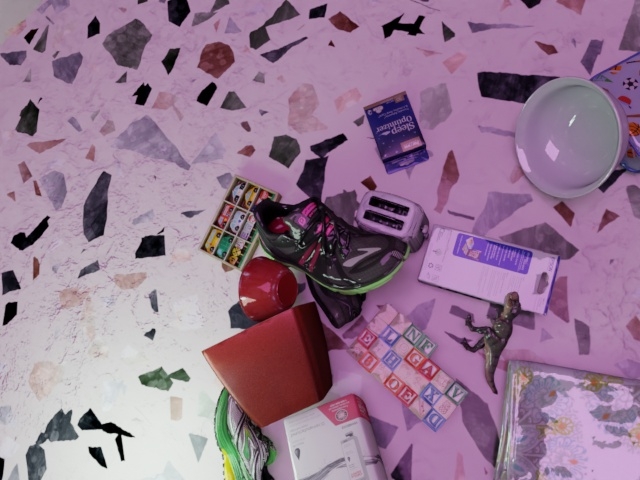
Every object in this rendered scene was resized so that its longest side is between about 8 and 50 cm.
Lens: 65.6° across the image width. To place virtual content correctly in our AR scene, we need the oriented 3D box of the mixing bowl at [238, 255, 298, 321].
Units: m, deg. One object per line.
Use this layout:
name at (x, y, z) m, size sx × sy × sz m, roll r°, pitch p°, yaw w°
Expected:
mixing bowl at (-0.126, 0.131, 1.345) m, size 0.098 × 0.181 × 0.182 m, roll -3°, pitch 75°, yaw 36°

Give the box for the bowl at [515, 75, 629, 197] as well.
bowl at (0.659, -0.265, 1.266) m, size 0.133 × 0.298 × 0.298 m, roll -13°, pitch 71°, yaw -26°

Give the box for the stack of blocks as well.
stack of blocks at (0.237, 0.324, 1.297) m, size 0.297 × 0.087 × 0.171 m, roll 40°, pitch 89°, yaw 19°

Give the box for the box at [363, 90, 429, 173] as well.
box at (0.226, -0.322, 1.481) m, size 0.136 × 0.036 × 0.226 m, roll -20°, pitch 74°, yaw 9°

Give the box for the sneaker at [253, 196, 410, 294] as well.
sneaker at (0.000, 0.000, 1.308) m, size 0.482 × 0.202 × 0.185 m, roll 12°, pitch 55°, yaw 33°

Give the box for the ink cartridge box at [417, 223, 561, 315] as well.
ink cartridge box at (0.441, 0.077, 1.318) m, size 0.332 × 0.065 × 0.166 m, roll 17°, pitch 82°, yaw 18°

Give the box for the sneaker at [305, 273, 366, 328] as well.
sneaker at (0.045, 0.133, 1.398) m, size 0.130 × 0.087 × 0.228 m, roll -23°, pitch 50°, yaw -19°

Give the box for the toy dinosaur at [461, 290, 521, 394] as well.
toy dinosaur at (0.422, 0.250, 1.259) m, size 0.118 × 0.064 × 0.269 m, roll 17°, pitch 103°, yaw 27°

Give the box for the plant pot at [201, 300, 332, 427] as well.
plant pot at (-0.105, 0.326, 1.304) m, size 0.267 × 0.267 × 0.236 m, roll -26°, pitch 81°, yaw 7°

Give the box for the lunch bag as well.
lunch bag at (0.852, -0.334, 1.289) m, size 0.243 × 0.115 × 0.304 m, roll -26°, pitch 71°, yaw 4°

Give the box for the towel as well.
towel at (0.617, 0.467, 1.169) m, size 0.373 × 0.090 × 0.321 m, roll 7°, pitch 80°, yaw 15°

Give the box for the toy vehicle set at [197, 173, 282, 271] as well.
toy vehicle set at (-0.249, -0.054, 1.535) m, size 0.165 × 0.035 × 0.267 m, roll 23°, pitch 84°, yaw 18°

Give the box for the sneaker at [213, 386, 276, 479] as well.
sneaker at (-0.194, 0.541, 1.346) m, size 0.146 × 0.134 × 0.344 m, roll -14°, pitch 83°, yaw 3°

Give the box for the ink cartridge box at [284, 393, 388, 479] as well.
ink cartridge box at (0.046, 0.559, 1.229) m, size 0.207 × 0.117 × 0.283 m, roll -23°, pitch 52°, yaw 7°

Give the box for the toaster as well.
toaster at (0.188, -0.058, 1.369) m, size 0.226 × 0.146 × 0.129 m, roll 21°, pitch 82°, yaw 18°
